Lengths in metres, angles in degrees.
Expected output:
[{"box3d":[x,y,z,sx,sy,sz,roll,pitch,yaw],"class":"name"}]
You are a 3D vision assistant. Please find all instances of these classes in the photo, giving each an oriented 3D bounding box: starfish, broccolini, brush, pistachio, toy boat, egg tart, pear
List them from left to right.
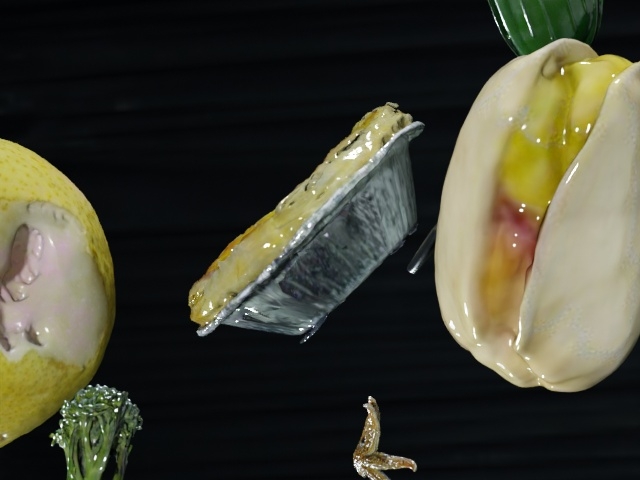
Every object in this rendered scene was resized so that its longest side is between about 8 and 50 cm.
[{"box3d":[-0.301,0.038,1.579,0.271,0.271,0.271,-3,-90,-74],"class":"pear"},{"box3d":[-0.175,0.202,1.288,0.067,0.058,0.216,141,147,-65],"class":"broccolini"},{"box3d":[0.000,0.000,1.407,0.094,0.234,0.234,48,-159,0],"class":"egg tart"},{"box3d":[0.060,0.260,2.205,0.133,0.041,0.130,63,151,13],"class":"starfish"},{"box3d":[0.117,-0.028,1.628,0.193,0.016,0.063,120,173,-45],"class":"brush"},{"box3d":[0.191,-0.242,1.671,0.210,0.104,0.052,66,176,-27],"class":"toy boat"},{"box3d":[0.125,-0.015,1.010,0.145,0.117,0.200,-33,-48,-50],"class":"pistachio"}]
